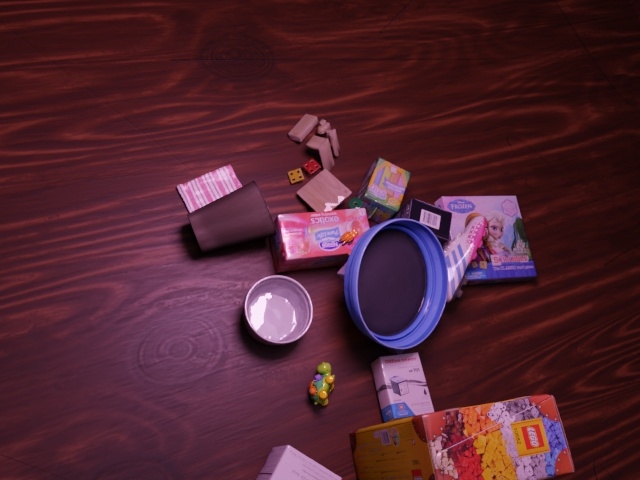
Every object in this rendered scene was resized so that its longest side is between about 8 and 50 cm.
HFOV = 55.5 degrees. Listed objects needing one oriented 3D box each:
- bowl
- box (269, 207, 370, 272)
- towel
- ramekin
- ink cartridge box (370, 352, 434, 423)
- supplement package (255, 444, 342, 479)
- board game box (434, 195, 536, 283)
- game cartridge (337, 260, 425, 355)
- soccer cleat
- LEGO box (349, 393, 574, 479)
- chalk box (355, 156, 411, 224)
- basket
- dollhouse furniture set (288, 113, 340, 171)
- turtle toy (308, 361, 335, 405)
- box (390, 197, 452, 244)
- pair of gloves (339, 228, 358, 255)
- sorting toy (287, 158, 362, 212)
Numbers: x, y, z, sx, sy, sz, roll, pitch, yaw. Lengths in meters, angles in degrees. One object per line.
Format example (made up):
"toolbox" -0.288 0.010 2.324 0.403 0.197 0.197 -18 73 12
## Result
"bowl" 0.230 0.128 1.834 0.391 0.077 0.391 0 91 -37
"box" 0.000 0.000 1.932 0.300 0.142 0.154 -5 73 -21
"towel" -0.340 -0.150 1.937 0.197 0.029 0.144 -26 79 -26
"ramekin" -0.136 0.217 1.819 0.207 0.109 0.207 7 67 -17
"ink cartridge box" 0.249 0.451 1.864 0.139 0.082 0.191 -3 65 -20
"supplement package" -0.104 0.716 1.596 0.177 0.175 0.293 33 63 -5
"board game box" 0.591 -0.005 2.181 0.318 0.066 0.318 -3 70 -19
"game cartridge" 0.218 0.160 1.908 0.230 0.068 0.355 -45 116 -24
"soccer cleat" 0.446 0.044 2.023 0.143 0.116 0.331 24 72 8
"LEGO box" 0.345 0.562 1.632 0.372 0.500 0.193 -3 70 -19
"chalk box" 0.200 -0.146 2.066 0.132 0.132 0.213 25 65 -8
"basket" -0.275 -0.061 1.842 0.227 0.154 0.204 -21 51 -11
"dollhouse furniture set" -0.015 -0.336 2.124 0.151 0.123 0.144 20 58 29
"turtle toy" 0.005 0.425 1.804 0.066 0.095 0.130 18 62 12
"box" 0.318 -0.032 2.019 0.153 0.207 0.108 19 64 -12
"pair of gloves" 0.101 0.010 1.878 0.074 0.010 0.083 -31 85 -26
"sorting toy" 0.008 -0.156 2.032 0.132 0.046 0.274 -41 68 -13
